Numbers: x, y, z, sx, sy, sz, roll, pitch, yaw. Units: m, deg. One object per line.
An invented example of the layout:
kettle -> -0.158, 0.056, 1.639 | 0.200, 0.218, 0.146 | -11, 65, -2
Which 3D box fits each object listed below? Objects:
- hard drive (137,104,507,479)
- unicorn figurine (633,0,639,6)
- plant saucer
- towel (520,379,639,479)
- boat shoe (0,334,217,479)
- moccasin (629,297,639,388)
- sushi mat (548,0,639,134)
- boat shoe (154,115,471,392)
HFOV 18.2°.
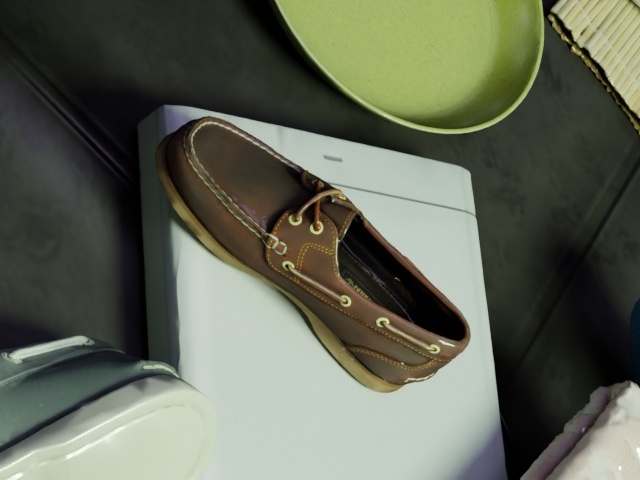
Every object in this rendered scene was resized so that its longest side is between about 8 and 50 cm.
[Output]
hard drive -> 0.008, 0.106, 1.170 | 0.233, 0.047, 0.353 | 11, 64, -34
unicorn figurine -> 0.276, -0.167, 1.474 | 0.162, 0.060, 0.111 | 39, 50, 6
plant saucer -> 0.047, -0.176, 1.336 | 0.241, 0.037, 0.241 | 16, 61, -30
towel -> 0.174, 0.300, 1.159 | 0.317, 0.053, 0.332 | -41, 110, -42
boat shoe -> -0.206, 0.123, 0.989 | 0.319, 0.116, 0.099 | -17, 37, -34
moccasin -> 0.310, 0.173, 1.315 | 0.117, 0.138, 0.342 | -25, 99, -16
sushi mat -> 0.291, -0.196, 1.543 | 0.151, 0.019, 0.316 | 49, 49, -8
boat shoe -> 0.000, 0.000, 1.135 | 0.207, 0.073, 0.073 | 41, 52, -13
